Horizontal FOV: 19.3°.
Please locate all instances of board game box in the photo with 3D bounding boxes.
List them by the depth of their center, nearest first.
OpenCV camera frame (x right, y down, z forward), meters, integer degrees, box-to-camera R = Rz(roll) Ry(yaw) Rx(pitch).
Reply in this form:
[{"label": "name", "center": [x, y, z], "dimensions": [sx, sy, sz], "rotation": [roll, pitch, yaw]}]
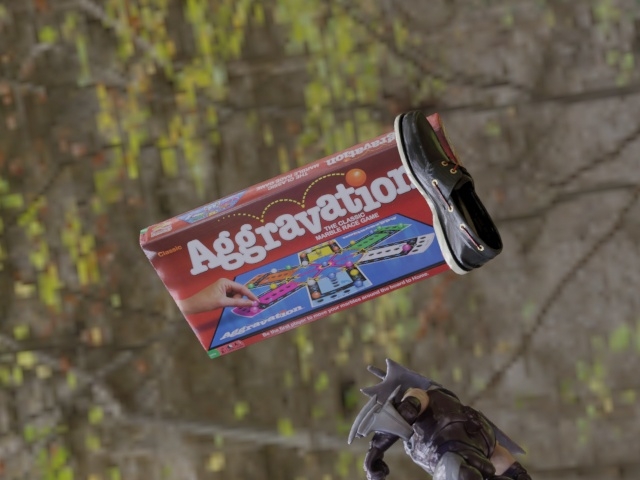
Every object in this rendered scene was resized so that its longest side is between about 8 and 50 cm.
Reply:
[{"label": "board game box", "center": [0.000, 0.000, 1.644], "dimensions": [0.027, 0.281, 0.145], "rotation": [-94, -20, -55]}]

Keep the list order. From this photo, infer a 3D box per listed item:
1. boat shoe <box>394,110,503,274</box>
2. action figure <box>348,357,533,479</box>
[{"label": "boat shoe", "center": [0.098, -0.042, 1.431], "dimensions": [0.049, 0.042, 0.133], "rotation": [-12, -105, -55]}, {"label": "action figure", "center": [0.115, 0.188, 1.467], "dimensions": [0.099, 0.185, 0.285], "rotation": [-62, 24, 10]}]
